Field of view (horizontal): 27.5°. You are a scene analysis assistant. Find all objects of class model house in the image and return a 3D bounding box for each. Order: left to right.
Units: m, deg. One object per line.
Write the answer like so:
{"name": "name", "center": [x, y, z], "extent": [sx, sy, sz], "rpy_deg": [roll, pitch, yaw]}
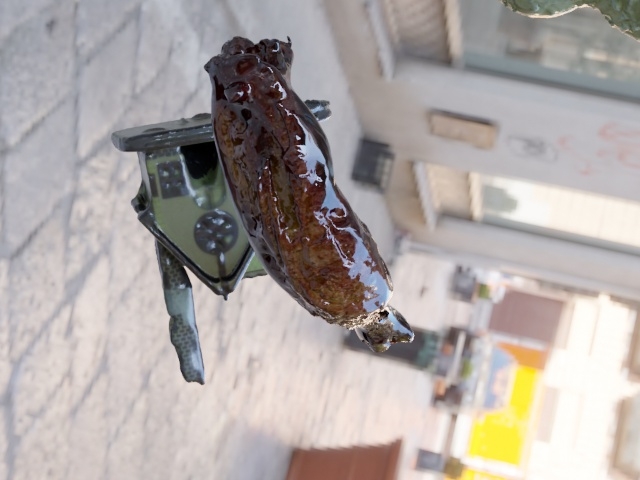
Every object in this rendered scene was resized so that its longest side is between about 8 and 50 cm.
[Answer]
{"name": "model house", "center": [-0.084, 0.001, 1.366], "extent": [0.205, 0.218, 0.278], "rpy_deg": [-142, -139, -76]}

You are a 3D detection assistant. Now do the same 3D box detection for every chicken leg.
{"name": "chicken leg", "center": [0.000, 0.000, 1.091], "extent": [0.407, 0.096, 0.158], "rpy_deg": [60, 11, -46]}

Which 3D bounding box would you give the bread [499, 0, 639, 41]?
{"name": "bread", "center": [0.162, -0.216, 0.750], "extent": [0.207, 0.286, 0.056], "rpy_deg": [-60, 173, 32]}
